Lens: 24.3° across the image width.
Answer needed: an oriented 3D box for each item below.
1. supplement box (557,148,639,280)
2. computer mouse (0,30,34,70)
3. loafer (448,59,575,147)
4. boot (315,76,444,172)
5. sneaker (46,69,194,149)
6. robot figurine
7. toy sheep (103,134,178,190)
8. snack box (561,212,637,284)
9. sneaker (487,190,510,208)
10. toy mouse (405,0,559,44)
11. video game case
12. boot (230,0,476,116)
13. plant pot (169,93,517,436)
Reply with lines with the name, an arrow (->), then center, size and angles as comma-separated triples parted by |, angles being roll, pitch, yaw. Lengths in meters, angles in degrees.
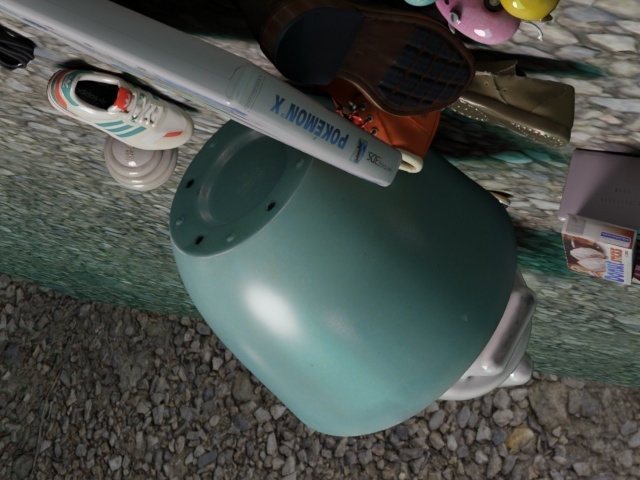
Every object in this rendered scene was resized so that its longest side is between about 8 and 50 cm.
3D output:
supplement box -> 0.335, -0.013, 1.430 | 0.130, 0.073, 0.239 | 9, 169, 32
computer mouse -> -0.428, -0.202, 1.446 | 0.262, 0.060, 0.184 | 10, 171, 19
loafer -> 0.139, -0.119, 1.171 | 0.148, 0.050, 0.056 | 27, 176, 24
boot -> 0.037, -0.112, 1.246 | 0.158, 0.084, 0.059 | 22, 169, -33
sneaker -> -0.199, -0.134, 1.528 | 0.161, 0.057, 0.075 | 21, 174, -23
robot figurine -> 0.124, 0.094, 1.831 | 0.300, 0.200, 0.353 | 37, 164, -15
toy sheep -> -0.198, -0.099, 1.637 | 0.091, 0.091, 0.132 | 11, 170, 13
snack box -> 0.261, 0.009, 1.381 | 0.064, 0.022, 0.178 | 14, 171, 14
sneaker -> 0.172, -0.035, 1.641 | 0.083, 0.037, 0.032 | 4, 165, 38
toy mouse -> 0.096, -0.164, 1.012 | 0.143, 0.031, 0.161 | 9, 170, 26
video game case -> -0.128, -0.140, 1.142 | 0.329, 0.036, 0.300 | 25, -178, 24
boot -> 0.022, -0.157, 1.087 | 0.219, 0.082, 0.106 | 11, -150, -49
plant pot -> 0.000, 0.000, 1.405 | 0.293, 0.293, 0.235 | 3, 149, 49
